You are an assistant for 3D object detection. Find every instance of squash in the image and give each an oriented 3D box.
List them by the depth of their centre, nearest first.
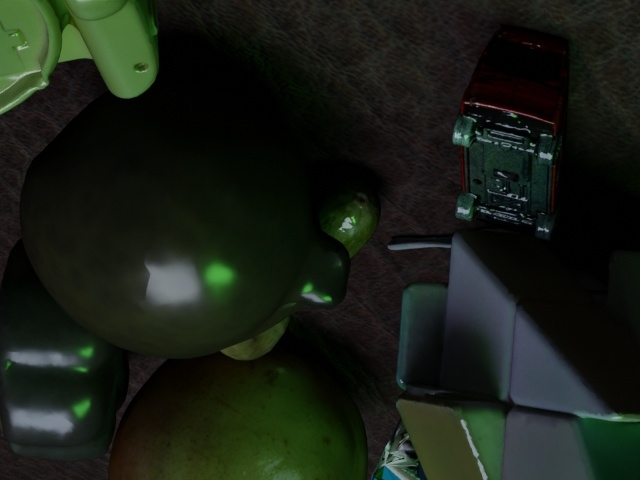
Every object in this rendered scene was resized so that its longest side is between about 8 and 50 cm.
[{"bbox_3d":[0.000,0.000,1.863,0.069,0.069,0.239,24,156,-7],"label":"squash"}]

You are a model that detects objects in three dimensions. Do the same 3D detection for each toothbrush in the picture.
[{"bbox_3d":[0.122,-0.002,1.828,0.162,0.014,0.017,-3,128,44],"label":"toothbrush"}]

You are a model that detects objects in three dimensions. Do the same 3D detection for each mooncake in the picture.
[{"bbox_3d":[-0.281,0.119,2.149,0.133,0.245,0.245,6,155,3],"label":"mooncake"}]

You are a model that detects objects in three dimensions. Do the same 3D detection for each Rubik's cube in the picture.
[{"bbox_3d":[0.227,0.189,1.654,0.358,0.387,0.368,3,180,-32],"label":"Rubik's cube"}]

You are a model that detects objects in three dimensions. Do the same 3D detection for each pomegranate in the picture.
[{"bbox_3d":[-0.097,0.266,2.199,0.319,0.319,0.319,17,156,8],"label":"pomegranate"}]

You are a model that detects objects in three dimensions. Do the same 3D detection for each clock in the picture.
[{"bbox_3d":[-0.311,-0.189,1.496,0.348,0.117,0.286,-13,149,6],"label":"clock"}]

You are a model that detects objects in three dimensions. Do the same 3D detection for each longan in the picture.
[{"bbox_3d":[-0.113,-0.016,1.707,0.300,0.243,0.300,17,178,1],"label":"longan"}]

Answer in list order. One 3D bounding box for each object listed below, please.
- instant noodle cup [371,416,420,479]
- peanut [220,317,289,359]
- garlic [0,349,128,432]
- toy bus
[{"bbox_3d":[0.170,0.200,1.985,0.178,0.240,0.240,26,157,6],"label":"instant noodle cup"},{"bbox_3d":[-0.098,0.055,2.027,0.229,0.098,0.103,51,-176,-48],"label":"peanut"},{"bbox_3d":[-0.356,0.156,2.446,0.338,0.151,0.196,-2,121,55],"label":"garlic"},{"bbox_3d":[0.154,-0.077,1.545,0.081,0.089,0.195,14,155,13],"label":"toy bus"}]
